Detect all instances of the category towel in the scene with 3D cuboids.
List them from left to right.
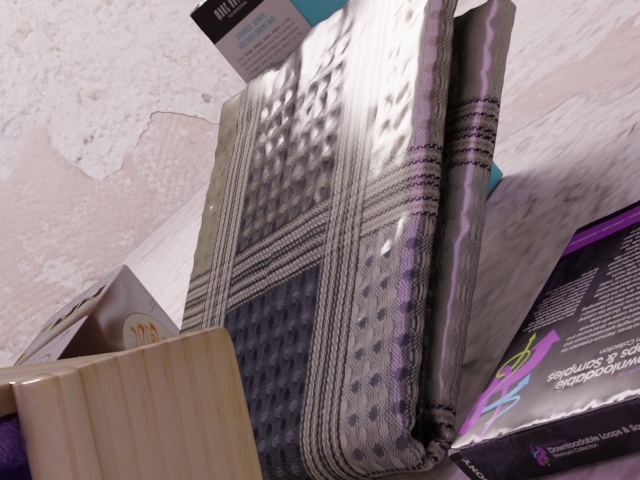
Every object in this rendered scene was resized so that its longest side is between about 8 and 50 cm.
[{"bbox_3d":[0.000,0.000,0.717,0.312,0.056,0.324,-29,48,56],"label":"towel"}]

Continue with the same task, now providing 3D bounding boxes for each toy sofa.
[{"bbox_3d":[-0.206,0.145,0.584,0.363,0.150,0.177,-11,1,42],"label":"toy sofa"}]

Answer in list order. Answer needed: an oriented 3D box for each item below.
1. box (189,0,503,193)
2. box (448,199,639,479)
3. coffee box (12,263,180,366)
[{"bbox_3d":[0.019,-0.110,0.869,0.060,0.244,0.100,-47,12,-36],"label":"box"},{"bbox_3d":[0.132,0.032,0.501,0.116,0.029,0.162,-31,14,50],"label":"box"},{"bbox_3d":[-0.168,0.136,0.861,0.098,0.141,0.246,-35,12,16],"label":"coffee box"}]
